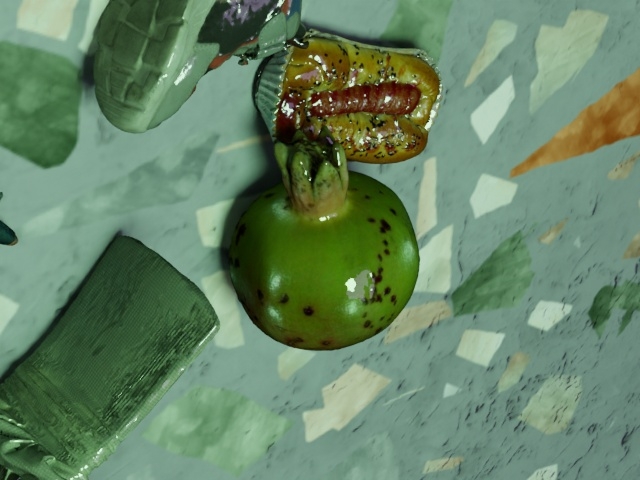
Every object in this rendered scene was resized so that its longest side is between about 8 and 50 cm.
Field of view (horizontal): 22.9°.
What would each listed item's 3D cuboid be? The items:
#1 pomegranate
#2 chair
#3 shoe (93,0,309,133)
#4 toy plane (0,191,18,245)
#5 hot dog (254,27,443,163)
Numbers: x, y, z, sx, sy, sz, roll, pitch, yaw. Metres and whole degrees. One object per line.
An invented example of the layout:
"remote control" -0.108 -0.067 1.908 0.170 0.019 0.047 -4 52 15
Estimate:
"pomegranate" 0.000 0.000 1.294 0.159 0.159 0.205 -30 136 -25
"chair" -0.192 0.176 1.230 0.319 0.160 0.186 -45 133 -10
"shoe" -0.070 -0.166 1.152 0.125 0.099 0.227 34 87 -46
"toy plane" -0.287 -0.049 1.026 0.326 0.104 0.222 30 65 -52
"hot dog" 0.027 -0.115 1.312 0.191 0.059 0.108 5 108 -42
